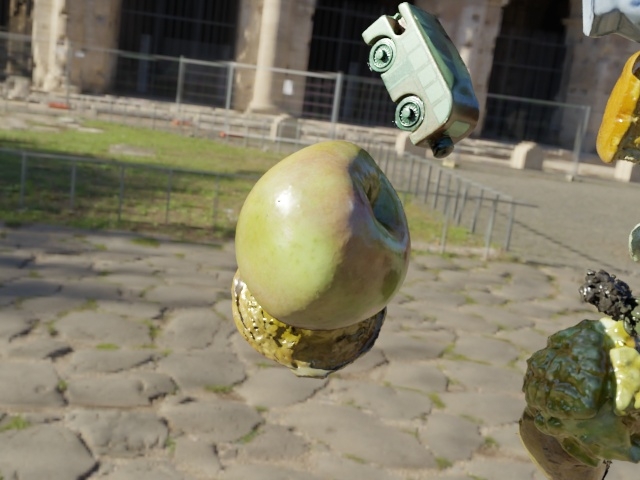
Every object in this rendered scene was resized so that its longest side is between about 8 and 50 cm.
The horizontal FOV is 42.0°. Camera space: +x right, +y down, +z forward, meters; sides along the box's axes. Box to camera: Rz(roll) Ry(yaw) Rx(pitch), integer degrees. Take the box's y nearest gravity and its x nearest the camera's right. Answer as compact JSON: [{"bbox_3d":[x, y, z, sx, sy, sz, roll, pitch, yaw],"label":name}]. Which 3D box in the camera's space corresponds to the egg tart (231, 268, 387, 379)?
[{"bbox_3d":[-0.011,0.103,1.683,0.341,0.341,0.129,4,-27,-15],"label":"egg tart"}]

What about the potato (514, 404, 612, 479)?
[{"bbox_3d":[0.570,0.461,1.952,0.229,0.229,0.266,18,-13,42],"label":"potato"}]

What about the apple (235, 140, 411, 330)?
[{"bbox_3d":[0.000,0.000,1.460,0.277,0.319,0.319,-25,-5,28],"label":"apple"}]

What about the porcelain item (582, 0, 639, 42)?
[{"bbox_3d":[0.701,-0.469,1.540,0.405,0.242,0.178,0,-3,7],"label":"porcelain item"}]

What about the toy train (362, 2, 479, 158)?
[{"bbox_3d":[0.210,-0.323,1.684,0.129,0.326,0.159,4,-32,-48],"label":"toy train"}]

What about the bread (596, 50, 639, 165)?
[{"bbox_3d":[0.661,-0.273,1.741,0.121,0.245,0.174,24,24,14],"label":"bread"}]

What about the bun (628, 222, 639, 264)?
[{"bbox_3d":[0.840,0.002,2.006,0.195,0.118,0.195,11,-13,3],"label":"bun"}]

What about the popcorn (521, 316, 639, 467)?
[{"bbox_3d":[0.540,0.301,1.640,0.279,0.274,0.335,8,-21,-15],"label":"popcorn"}]

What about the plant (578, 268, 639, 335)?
[{"bbox_3d":[0.529,0.113,1.454,0.085,0.087,0.174,-35,65,-29],"label":"plant"}]
